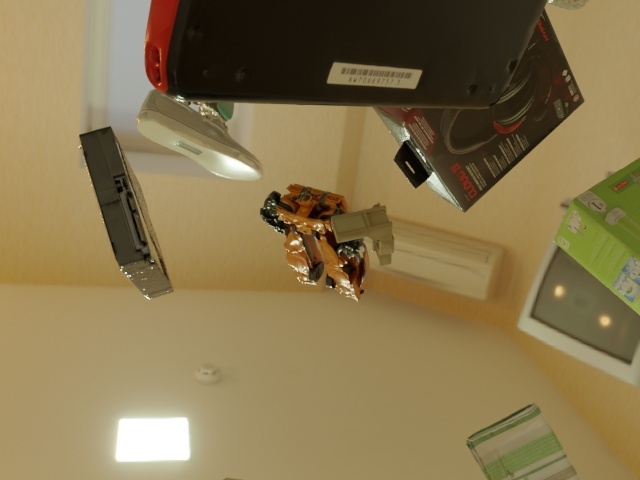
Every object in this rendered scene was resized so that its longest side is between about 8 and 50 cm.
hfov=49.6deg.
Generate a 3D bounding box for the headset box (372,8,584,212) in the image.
[{"bbox_3d":[0.232,-0.203,1.063,0.218,0.293,0.110,48,180,-38],"label":"headset box"}]

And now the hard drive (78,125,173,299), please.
[{"bbox_3d":[-0.342,-0.033,1.247,0.064,0.236,0.339,-18,170,-11],"label":"hard drive"}]

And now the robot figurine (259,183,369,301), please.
[{"bbox_3d":[0.000,0.000,1.325,0.211,0.291,0.085,16,-123,23],"label":"robot figurine"}]

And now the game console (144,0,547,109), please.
[{"bbox_3d":[0.073,-0.260,0.507,0.387,0.341,0.060,-8,-140,-40],"label":"game console"}]

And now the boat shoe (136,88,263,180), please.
[{"bbox_3d":[-0.150,-0.136,0.902,0.184,0.063,0.066,22,155,-29],"label":"boat shoe"}]

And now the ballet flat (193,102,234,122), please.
[{"bbox_3d":[-0.218,-0.278,1.261,0.077,0.091,0.241,11,164,7],"label":"ballet flat"}]

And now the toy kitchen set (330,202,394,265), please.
[{"bbox_3d":[0.052,-0.013,0.919,0.075,0.083,0.068,-12,-130,-5],"label":"toy kitchen set"}]

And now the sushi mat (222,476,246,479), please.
[{"bbox_3d":[-0.037,0.392,1.056,0.317,0.019,0.151,0,169,20],"label":"sushi mat"}]

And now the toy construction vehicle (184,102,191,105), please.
[{"bbox_3d":[-0.174,-0.247,0.955,0.086,0.098,0.035,-36,-146,-32],"label":"toy construction vehicle"}]

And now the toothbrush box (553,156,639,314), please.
[{"bbox_3d":[0.593,0.010,1.208,0.206,0.122,0.283,-30,-123,-23],"label":"toothbrush box"}]

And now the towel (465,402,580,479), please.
[{"bbox_3d":[0.283,0.313,0.943,0.113,0.152,0.023,-30,171,6],"label":"towel"}]

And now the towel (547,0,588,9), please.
[{"bbox_3d":[0.217,-0.394,0.758,0.049,0.282,0.187,-19,174,41],"label":"towel"}]
